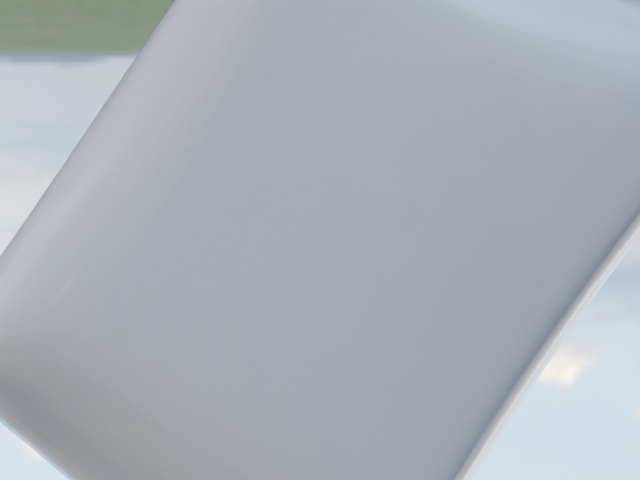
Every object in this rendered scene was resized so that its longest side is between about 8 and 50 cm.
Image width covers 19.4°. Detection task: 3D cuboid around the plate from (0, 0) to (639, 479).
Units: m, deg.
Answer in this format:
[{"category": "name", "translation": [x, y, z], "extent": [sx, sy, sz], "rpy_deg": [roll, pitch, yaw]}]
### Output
[{"category": "plate", "translation": [0.000, 0.000, 0.752], "extent": [0.278, 0.277, 0.045], "rpy_deg": [32, 178, 42]}]
